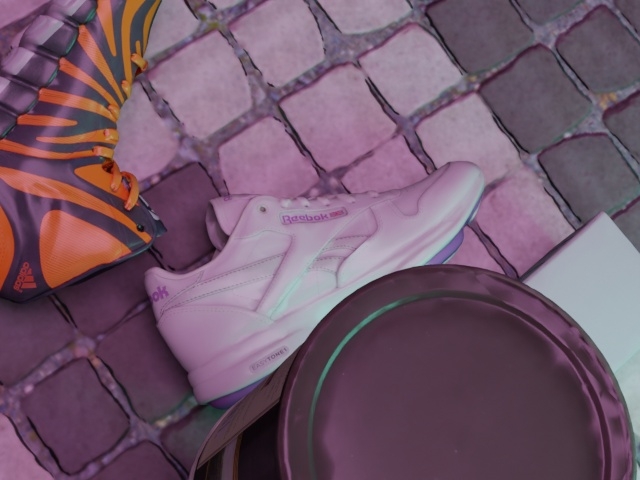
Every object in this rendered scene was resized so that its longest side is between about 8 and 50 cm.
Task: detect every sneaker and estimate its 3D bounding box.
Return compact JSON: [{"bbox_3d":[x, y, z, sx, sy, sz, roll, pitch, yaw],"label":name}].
[{"bbox_3d":[0.000,0.000,1.249,0.305,0.114,0.152,-33,86,-21],"label":"sneaker"},{"bbox_3d":[-0.174,-0.086,1.237,0.180,0.124,0.321,38,79,-6],"label":"sneaker"}]

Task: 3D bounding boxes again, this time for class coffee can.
[{"bbox_3d":[0.040,0.148,0.951,0.201,0.275,0.202,5,72,-14],"label":"coffee can"}]

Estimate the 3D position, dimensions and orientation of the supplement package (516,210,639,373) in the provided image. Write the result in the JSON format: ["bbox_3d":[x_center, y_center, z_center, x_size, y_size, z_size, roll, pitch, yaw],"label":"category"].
[{"bbox_3d":[0.187,0.079,1.282,0.179,0.105,0.105,-38,86,-21],"label":"supplement package"}]
